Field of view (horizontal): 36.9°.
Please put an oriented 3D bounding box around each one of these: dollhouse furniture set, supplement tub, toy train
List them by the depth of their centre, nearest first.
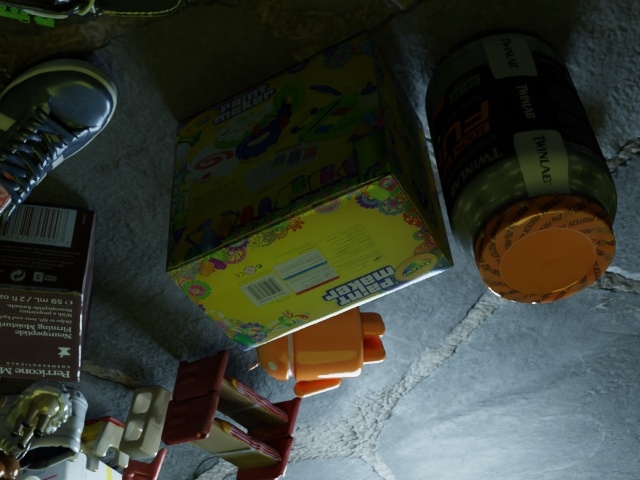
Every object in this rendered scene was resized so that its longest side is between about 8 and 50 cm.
[{"bbox_3d":[-0.354,-0.270,1.136,0.083,0.017,0.024,9,144,-14],"label":"toy train"},{"bbox_3d":[0.239,-0.090,1.160,0.193,0.316,0.194,-3,135,-3],"label":"supplement tub"},{"bbox_3d":[-0.246,0.331,1.694,0.374,0.152,0.201,-17,137,36],"label":"dollhouse furniture set"}]

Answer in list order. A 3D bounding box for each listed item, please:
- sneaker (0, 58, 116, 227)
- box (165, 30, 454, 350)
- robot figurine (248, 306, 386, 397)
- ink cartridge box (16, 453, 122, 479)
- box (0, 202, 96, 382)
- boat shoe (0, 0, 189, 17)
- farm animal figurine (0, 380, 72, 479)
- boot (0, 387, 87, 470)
[{"bbox_3d":[-0.398,-0.092,1.219,0.350,0.148,0.131,-31,130,24],"label":"sneaker"},{"bbox_3d":[-0.019,-0.063,1.191,0.290,0.279,0.177,-23,133,18],"label":"box"},{"bbox_3d":[-0.008,0.161,1.524,0.219,0.128,0.158,-2,142,-3],"label":"robot figurine"},{"bbox_3d":[-0.494,0.504,1.834,0.207,0.119,0.353,-24,134,19],"label":"ink cartridge box"},{"bbox_3d":[-0.415,0.073,1.371,0.168,0.167,0.203,5,135,-11],"label":"box"},{"bbox_3d":[-0.290,-0.292,1.065,0.302,0.091,0.114,7,134,-12],"label":"boat shoe"},{"bbox_3d":[-0.586,0.245,1.526,0.330,0.172,0.327,35,123,-12],"label":"farm animal figurine"},{"bbox_3d":[-0.534,0.338,1.659,0.258,0.123,0.095,-13,135,8],"label":"boot"}]
